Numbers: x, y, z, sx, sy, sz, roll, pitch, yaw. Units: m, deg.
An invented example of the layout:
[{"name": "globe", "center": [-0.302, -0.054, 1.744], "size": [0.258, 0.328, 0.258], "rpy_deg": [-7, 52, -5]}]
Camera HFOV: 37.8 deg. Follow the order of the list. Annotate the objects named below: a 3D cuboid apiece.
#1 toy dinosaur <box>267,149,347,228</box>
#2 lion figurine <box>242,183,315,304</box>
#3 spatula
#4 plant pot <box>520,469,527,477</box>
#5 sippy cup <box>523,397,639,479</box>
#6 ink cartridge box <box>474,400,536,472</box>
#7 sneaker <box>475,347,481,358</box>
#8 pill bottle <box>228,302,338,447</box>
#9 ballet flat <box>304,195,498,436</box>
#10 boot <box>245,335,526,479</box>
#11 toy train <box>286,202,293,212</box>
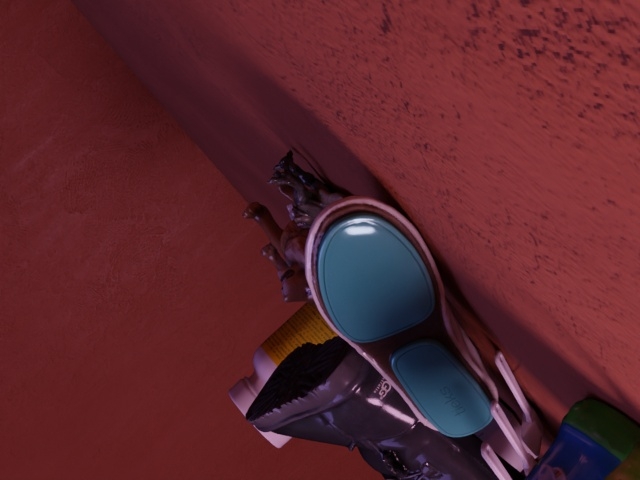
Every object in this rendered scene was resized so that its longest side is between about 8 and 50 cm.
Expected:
[{"name": "toy dinosaur", "center": [-0.011, -0.061, 1.237], "size": [0.118, 0.064, 0.268], "rpy_deg": [42, 174, -8]}, {"name": "lion figurine", "center": [-0.007, 0.036, 1.550], "size": [0.240, 0.142, 0.392], "rpy_deg": [49, 180, 15]}, {"name": "spatula", "center": [0.240, 0.249, 1.149], "size": [0.019, 0.168, 0.242], "rpy_deg": [-5, 141, 29]}, {"name": "plant pot", "center": [0.349, 0.484, 1.758], "size": [0.201, 0.201, 0.180], "rpy_deg": [49, 160, -13]}, {"name": "sippy cup", "center": [0.248, 0.303, 0.849], "size": [0.305, 0.224, 0.240], "rpy_deg": [49, 176, -22]}, {"name": "ink cartridge box", "center": [0.210, 0.307, 1.569], "size": [0.232, 0.168, 0.171], "rpy_deg": [44, 175, 43]}, {"name": "sneaker", "center": [0.149, 0.178, 1.321], "size": [0.107, 0.124, 0.283], "rpy_deg": [46, 175, 20]}, {"name": "pill bottle", "center": [-0.001, 0.217, 1.721], "size": [0.188, 0.334, 0.188], "rpy_deg": [47, 175, 5]}, {"name": "ballet flat", "center": [0.088, 0.074, 1.065], "size": [0.139, 0.139, 0.400], "rpy_deg": [42, 169, 52]}, {"name": "boot", "center": [0.129, 0.331, 1.347], "size": [0.445, 0.146, 0.367], "rpy_deg": [39, 157, -9]}, {"name": "toy train", "center": [0.000, 0.000, 1.744], "size": [0.166, 0.046, 0.125], "rpy_deg": [52, 160, 27]}]
